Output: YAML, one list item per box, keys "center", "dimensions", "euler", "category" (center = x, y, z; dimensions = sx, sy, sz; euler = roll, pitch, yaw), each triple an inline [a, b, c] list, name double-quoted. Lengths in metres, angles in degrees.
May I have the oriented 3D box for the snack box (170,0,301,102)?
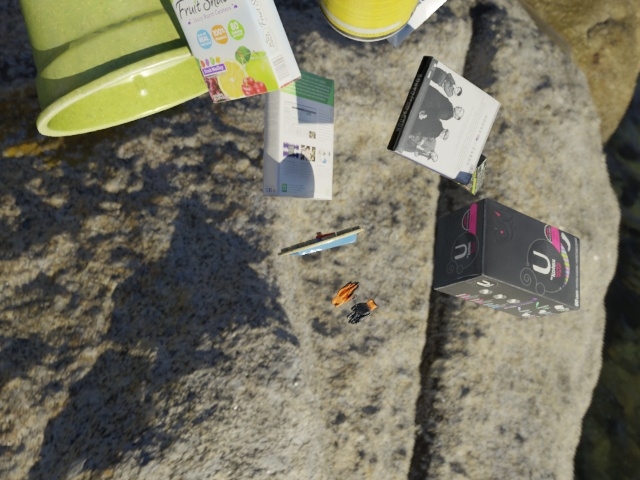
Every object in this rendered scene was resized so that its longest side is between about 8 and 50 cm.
- center: [-0.087, -0.207, 0.601]
  dimensions: [0.037, 0.100, 0.141]
  euler: [-41, 120, -40]
  category: "snack box"

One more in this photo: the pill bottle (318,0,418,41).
- center: [0.047, -0.253, 0.548]
  dimensions: [0.103, 0.184, 0.103]
  euler: [0, 86, 0]
  category: "pill bottle"

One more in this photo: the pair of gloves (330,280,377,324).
- center: [0.071, 0.132, 1.350]
  dimensions: [0.083, 0.074, 0.010]
  euler: [50, 13, 11]
  category: "pair of gloves"

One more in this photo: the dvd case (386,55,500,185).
- center: [0.239, -0.219, 1.204]
  dimensions: [0.239, 0.179, 0.030]
  euler: [16, 8, -44]
  category: "dvd case"

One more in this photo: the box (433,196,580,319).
- center: [0.381, 0.045, 1.292]
  dimensions: [0.270, 0.143, 0.165]
  euler: [18, 67, -26]
  category: "box"

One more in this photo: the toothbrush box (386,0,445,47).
- center: [0.145, -0.611, 1.410]
  dimensions: [0.283, 0.206, 0.122]
  euler: [44, 19, -20]
  category: "toothbrush box"

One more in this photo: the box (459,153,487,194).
- center: [0.366, -0.224, 1.752]
  dimensions: [0.184, 0.190, 0.045]
  euler: [36, 81, 19]
  category: "box"

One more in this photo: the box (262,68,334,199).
- center: [-0.051, -0.266, 1.614]
  dimensions: [0.232, 0.058, 0.321]
  euler: [-1, 94, -55]
  category: "box"

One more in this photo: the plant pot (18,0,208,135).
- center: [-0.243, -0.291, 0.746]
  dimensions: [0.276, 0.276, 0.253]
  euler: [-27, 99, -37]
  category: "plant pot"

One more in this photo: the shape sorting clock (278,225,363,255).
- center: [0.000, 0.000, 1.468]
  dimensions: [0.206, 0.206, 0.040]
  euler: [-14, 91, -33]
  category: "shape sorting clock"
